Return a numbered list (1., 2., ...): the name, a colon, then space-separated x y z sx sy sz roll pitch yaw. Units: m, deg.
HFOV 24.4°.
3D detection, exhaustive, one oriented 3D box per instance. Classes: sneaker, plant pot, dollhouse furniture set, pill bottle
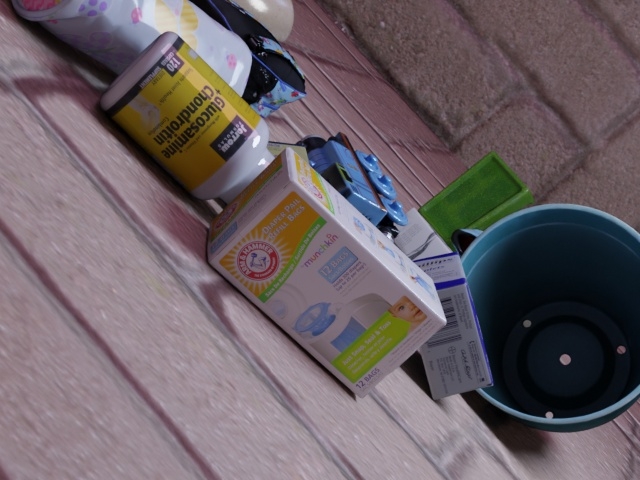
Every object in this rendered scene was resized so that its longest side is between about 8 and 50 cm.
1. sneaker: 0.235 0.042 2.080 0.073 0.063 0.162 21 21 -52
2. plant pot: 0.307 0.124 1.868 0.272 0.271 0.255 52 -2 23
3. dollhouse furniture set: 0.304 0.050 2.221 0.301 0.151 0.197 53 -3 34
4. pill bottle: -0.116 -0.105 1.427 0.184 0.103 0.103 44 11 -13

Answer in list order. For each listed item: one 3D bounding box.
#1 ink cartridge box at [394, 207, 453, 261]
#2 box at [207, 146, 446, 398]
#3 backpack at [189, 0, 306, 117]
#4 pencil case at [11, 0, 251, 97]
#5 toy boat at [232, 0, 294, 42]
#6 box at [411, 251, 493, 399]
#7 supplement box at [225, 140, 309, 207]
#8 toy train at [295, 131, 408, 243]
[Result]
1. ink cartridge box: 0.162 0.029 2.106 0.135 0.056 0.099 52 5 22
2. box: 0.003 0.029 1.376 0.203 0.114 0.103 43 13 -17
3. backpack: -0.104 -0.220 1.838 0.173 0.117 0.158 30 20 -55
4. pencil case: -0.189 -0.217 1.507 0.124 0.114 0.273 5 -18 36
5. toy boat: -0.137 -0.385 2.303 0.267 0.148 0.318 44 18 12
6. box: 0.141 0.093 1.663 0.137 0.072 0.126 -89 164 -75
7. supplement box: -0.057 -0.066 1.539 0.083 0.056 0.083 6 21 -7
8. toy train: 0.027 -0.054 1.618 0.105 0.080 0.184 31 21 -33
